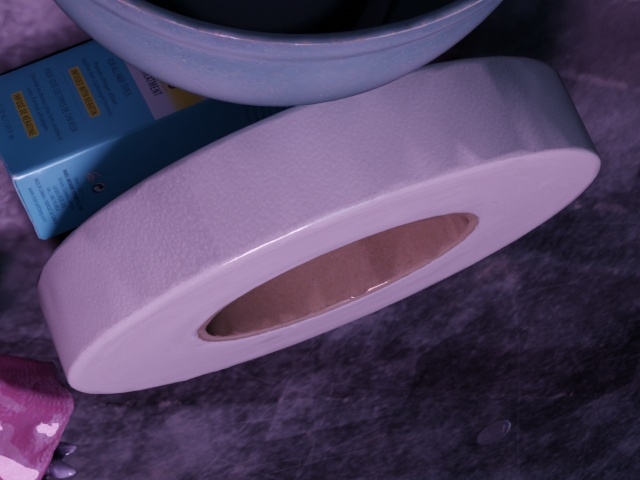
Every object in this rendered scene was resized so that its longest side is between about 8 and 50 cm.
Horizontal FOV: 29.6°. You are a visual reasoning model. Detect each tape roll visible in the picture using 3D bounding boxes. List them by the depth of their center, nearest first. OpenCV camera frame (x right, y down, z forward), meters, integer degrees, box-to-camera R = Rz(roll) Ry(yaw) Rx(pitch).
[{"bbox_3d":[0.000,0.000,0.835,0.392,0.072,0.392,-22,168,-5],"label":"tape roll"}]

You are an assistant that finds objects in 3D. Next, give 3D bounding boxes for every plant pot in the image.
[{"bbox_3d":[-0.026,-0.189,0.614,0.293,0.293,0.196,-21,167,-13],"label":"plant pot"}]

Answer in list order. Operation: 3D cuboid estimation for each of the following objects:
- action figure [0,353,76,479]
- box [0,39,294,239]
[{"bbox_3d":[-0.329,0.066,0.736,0.248,0.276,0.370,-54,133,-12],"label":"action figure"},{"bbox_3d":[-0.087,-0.096,0.782,0.244,0.100,0.060,-24,140,-10],"label":"box"}]
